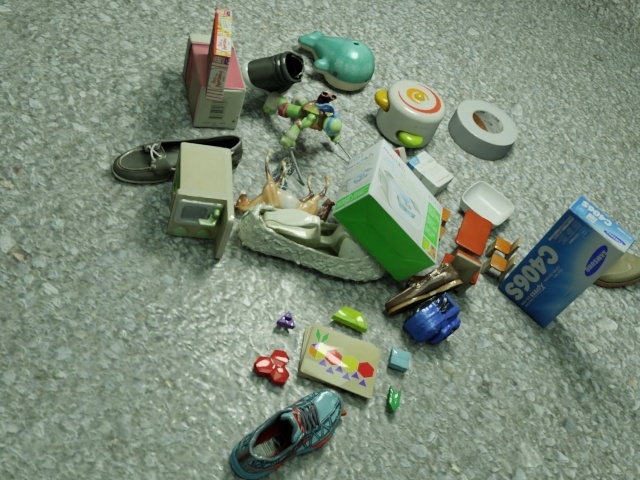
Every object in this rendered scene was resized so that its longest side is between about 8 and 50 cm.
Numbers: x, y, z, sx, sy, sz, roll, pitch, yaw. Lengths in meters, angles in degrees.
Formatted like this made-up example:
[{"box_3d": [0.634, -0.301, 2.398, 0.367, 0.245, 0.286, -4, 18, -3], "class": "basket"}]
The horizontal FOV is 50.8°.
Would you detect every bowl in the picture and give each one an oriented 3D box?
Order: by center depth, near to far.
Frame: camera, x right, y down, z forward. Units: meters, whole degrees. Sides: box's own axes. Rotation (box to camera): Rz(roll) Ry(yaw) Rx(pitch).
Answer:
[{"box_3d": [0.483, -0.097, 1.989, 0.142, 0.053, 0.142, 42, 49, 13], "class": "bowl"}]

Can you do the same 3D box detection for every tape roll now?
[{"box_3d": [0.536, -0.367, 2.224, 0.219, 0.072, 0.219, 12, 48, -14], "class": "tape roll"}]

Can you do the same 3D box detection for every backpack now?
[{"box_3d": [0.270, 0.194, 1.625, 0.120, 0.098, 0.101, -22, 67, -36], "class": "backpack"}]

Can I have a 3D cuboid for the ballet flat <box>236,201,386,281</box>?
[{"box_3d": [0.000, 0.000, 1.653, 0.409, 0.147, 0.146, 13, 48, -14], "class": "ballet flat"}]

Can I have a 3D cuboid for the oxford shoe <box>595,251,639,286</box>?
[{"box_3d": [0.811, 0.046, 1.951, 0.349, 0.130, 0.122, 8, 50, -16], "class": "oxford shoe"}]

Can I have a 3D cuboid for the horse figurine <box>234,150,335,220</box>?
[{"box_3d": [-0.076, -0.113, 1.740, 0.264, 0.066, 0.174, 23, 70, -19], "class": "horse figurine"}]

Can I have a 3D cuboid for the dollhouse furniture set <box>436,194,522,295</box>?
[{"box_3d": [0.398, 0.013, 1.804, 0.262, 0.135, 0.259, 28, 47, 2], "class": "dollhouse furniture set"}]

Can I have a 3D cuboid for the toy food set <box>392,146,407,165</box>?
[{"box_3d": [0.182, -0.197, 1.915, 0.232, 0.111, 0.104, -31, 110, -60], "class": "toy food set"}]

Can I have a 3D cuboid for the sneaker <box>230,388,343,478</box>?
[{"box_3d": [-0.046, 0.371, 1.315, 0.262, 0.125, 0.104, -29, 73, -31], "class": "sneaker"}]

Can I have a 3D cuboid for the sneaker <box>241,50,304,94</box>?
[{"box_3d": [-0.097, -0.481, 1.953, 0.147, 0.104, 0.296, -4, 8, 22], "class": "sneaker"}]

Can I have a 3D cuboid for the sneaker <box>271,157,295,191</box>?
[{"box_3d": [-0.114, -0.157, 1.797, 0.052, 0.058, 0.135, 40, 65, -21], "class": "sneaker"}]

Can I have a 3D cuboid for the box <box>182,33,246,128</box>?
[{"box_3d": [-0.301, -0.445, 1.888, 0.127, 0.148, 0.232, -2, 53, -22], "class": "box"}]

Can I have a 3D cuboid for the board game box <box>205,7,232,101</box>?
[{"box_3d": [-0.260, -0.475, 1.729, 0.045, 0.146, 0.193, 7, 50, -15], "class": "board game box"}]

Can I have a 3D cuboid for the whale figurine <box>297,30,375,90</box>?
[{"box_3d": [0.056, -0.607, 2.178, 0.272, 0.141, 0.216, 44, 50, 16], "class": "whale figurine"}]

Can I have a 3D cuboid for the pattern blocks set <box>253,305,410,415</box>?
[{"box_3d": [0.039, 0.269, 1.514, 0.325, 0.026, 0.285, 28, 47, 2], "class": "pattern blocks set"}]

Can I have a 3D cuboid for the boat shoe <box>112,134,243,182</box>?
[{"box_3d": [-0.356, -0.221, 1.713, 0.336, 0.095, 0.112, -9, 56, -28], "class": "boat shoe"}]

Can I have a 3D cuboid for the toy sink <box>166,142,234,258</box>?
[{"box_3d": [-0.288, -0.093, 1.597, 0.131, 0.152, 0.234, 6, 51, -18], "class": "toy sink"}]

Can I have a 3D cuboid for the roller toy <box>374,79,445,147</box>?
[{"box_3d": [0.280, -0.399, 2.093, 0.191, 0.146, 0.209, -29, 67, -38], "class": "roller toy"}]

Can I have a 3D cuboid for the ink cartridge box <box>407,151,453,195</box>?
[{"box_3d": [0.320, -0.196, 2.004, 0.122, 0.052, 0.089, 44, 50, 17], "class": "ink cartridge box"}]

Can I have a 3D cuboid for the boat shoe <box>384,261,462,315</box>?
[{"box_3d": [0.246, 0.119, 1.667, 0.207, 0.073, 0.073, -22, 73, -15], "class": "boat shoe"}]

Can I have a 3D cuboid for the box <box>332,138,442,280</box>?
[{"box_3d": [0.173, -0.074, 1.683, 0.262, 0.127, 0.231, 45, 38, -23], "class": "box"}]

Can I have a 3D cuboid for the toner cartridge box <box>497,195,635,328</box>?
[{"box_3d": [0.609, 0.063, 1.705, 0.165, 0.347, 0.075, 42, 50, 15], "class": "toner cartridge box"}]

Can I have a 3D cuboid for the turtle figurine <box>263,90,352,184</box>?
[{"box_3d": [-0.043, -0.303, 1.911, 0.198, 0.274, 0.266, -32, 46, -15], "class": "turtle figurine"}]
